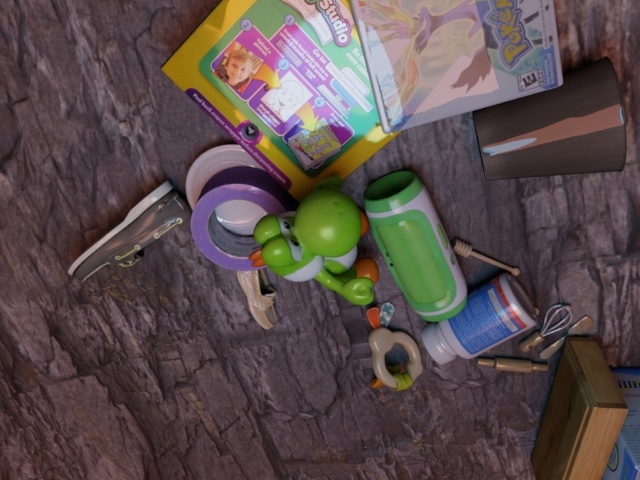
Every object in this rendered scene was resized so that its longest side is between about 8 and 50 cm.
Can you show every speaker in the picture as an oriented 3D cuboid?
[{"bbox_3d":[0.191,0.015,1.207,0.131,0.131,0.297,-21,116,15],"label":"speaker"}]

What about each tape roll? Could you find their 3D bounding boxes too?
[{"bbox_3d":[-0.148,-0.040,1.172,0.188,0.080,0.189,1,120,2],"label":"tape roll"}]

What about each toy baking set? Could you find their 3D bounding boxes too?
[{"bbox_3d":[0.462,0.216,1.352,0.256,0.030,0.197,9,119,-1],"label":"toy baking set"}]

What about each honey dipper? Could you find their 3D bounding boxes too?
[{"bbox_3d":[0.343,0.039,1.263,0.160,0.030,0.030,23,118,-10],"label":"honey dipper"}]

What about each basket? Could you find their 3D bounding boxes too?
[{"bbox_3d":[0.390,-0.192,1.066,0.226,0.154,0.204,-11,122,14],"label":"basket"}]

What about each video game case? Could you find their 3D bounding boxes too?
[{"bbox_3d":[0.203,-0.358,0.943,0.299,0.036,0.329,-15,115,7],"label":"video game case"}]

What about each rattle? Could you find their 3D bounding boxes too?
[{"bbox_3d":[0.136,0.238,1.390,0.130,0.142,0.200,-36,97,-13],"label":"rattle"}]

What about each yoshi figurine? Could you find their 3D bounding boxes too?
[{"bbox_3d":[0.026,0.000,1.066,0.203,0.362,0.203,29,97,22],"label":"yoshi figurine"}]

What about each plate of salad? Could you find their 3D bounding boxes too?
[{"bbox_3d":[-0.165,-0.100,1.211,0.199,0.048,0.200,1,120,2],"label":"plate of salad"}]

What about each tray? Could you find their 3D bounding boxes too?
[{"bbox_3d":[0.557,0.439,1.358,0.076,0.203,0.411,3,122,2],"label":"tray"}]

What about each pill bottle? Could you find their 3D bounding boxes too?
[{"bbox_3d":[0.326,0.171,1.281,0.221,0.124,0.124,-35,111,25],"label":"pill bottle"}]

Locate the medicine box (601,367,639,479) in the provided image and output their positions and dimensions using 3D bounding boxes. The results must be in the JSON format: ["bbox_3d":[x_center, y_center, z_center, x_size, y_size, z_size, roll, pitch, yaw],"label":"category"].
[{"bbox_3d":[0.671,0.469,1.329,0.149,0.289,0.264,-1,119,2],"label":"medicine box"}]

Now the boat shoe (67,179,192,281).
[{"bbox_3d":[-0.392,0.001,1.251,0.305,0.109,0.091,-37,106,18],"label":"boat shoe"}]

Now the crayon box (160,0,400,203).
[{"bbox_3d":[-0.033,-0.286,1.066,0.313,0.106,0.363,-39,110,21],"label":"crayon box"}]

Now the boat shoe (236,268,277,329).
[{"bbox_3d":[-0.125,0.118,1.322,0.059,0.063,0.170,-14,117,18],"label":"boat shoe"}]
